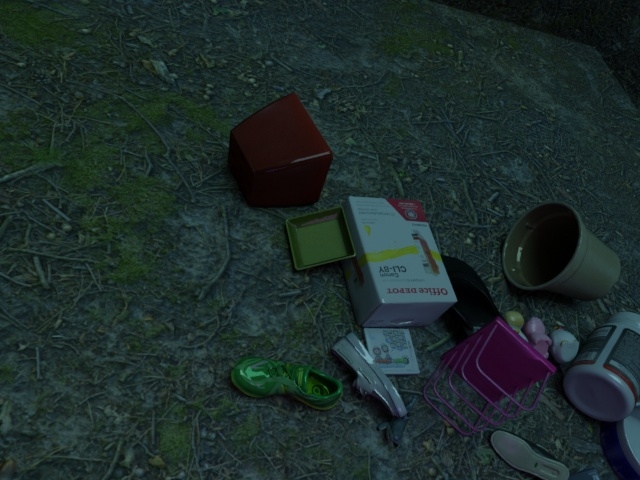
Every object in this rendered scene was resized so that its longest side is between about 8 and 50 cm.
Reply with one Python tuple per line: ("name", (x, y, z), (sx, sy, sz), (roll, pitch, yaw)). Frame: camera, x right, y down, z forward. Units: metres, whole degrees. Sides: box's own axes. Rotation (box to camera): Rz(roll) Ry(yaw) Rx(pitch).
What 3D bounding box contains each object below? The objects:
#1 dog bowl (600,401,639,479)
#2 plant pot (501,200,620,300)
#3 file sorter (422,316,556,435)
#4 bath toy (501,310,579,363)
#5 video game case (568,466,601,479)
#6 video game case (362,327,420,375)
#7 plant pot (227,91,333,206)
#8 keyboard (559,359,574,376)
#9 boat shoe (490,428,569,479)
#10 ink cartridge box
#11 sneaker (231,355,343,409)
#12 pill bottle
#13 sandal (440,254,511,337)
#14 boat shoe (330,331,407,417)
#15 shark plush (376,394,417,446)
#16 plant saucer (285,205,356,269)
("dog bowl", (1.026, 0.655, 1.738), (0.265, 0.104, 0.265), (13, 52, -17))
("plant pot", (0.887, 0.070, 1.982), (0.305, 0.334, 0.334), (24, 49, -24))
("file sorter", (0.448, 0.391, 1.523), (0.202, 0.290, 0.182), (42, 52, 7))
("bath toy", (0.677, 0.314, 1.808), (0.348, 0.129, 0.151), (11, 97, -17))
("video game case", (0.769, 0.802, 1.557), (0.196, 0.026, 0.274), (-1, 56, -27))
("video game case", (0.207, 0.327, 1.625), (0.157, 0.019, 0.143), (5, 55, -23))
("plant pot", (-0.147, -0.256, 1.733), (0.236, 0.267, 0.267), (-21, 67, -22))
("keyboard", (0.924, 0.437, 1.906), (0.256, 0.014, 0.072), (-7, 60, -30))
("boat shoe", (0.592, 0.614, 1.586), (0.233, 0.084, 0.079), (29, 10, 4))
("ink cartridge box", (0.223, 0.064, 1.730), (0.279, 0.160, 0.384), (2, 56, -26))
("sneaker", (-0.078, 0.347, 1.400), (0.295, 0.123, 0.109), (16, 52, -15))
("pill bottle", (0.965, 0.400, 1.809), (0.210, 0.210, 0.363), (47, 52, 11))
("sandal", (0.467, 0.196, 1.712), (0.167, 0.107, 0.446), (-33, 56, -2))
("boat shoe", (0.127, 0.377, 1.500), (0.088, 0.096, 0.267), (-33, 71, -11))
("shark plush", (0.228, 0.487, 1.487), (0.161, 0.067, 0.073), (-29, 72, -38))
("plant saucer", (0.000, 0.000, 1.704), (0.188, 0.045, 0.188), (-14, 59, 0))
